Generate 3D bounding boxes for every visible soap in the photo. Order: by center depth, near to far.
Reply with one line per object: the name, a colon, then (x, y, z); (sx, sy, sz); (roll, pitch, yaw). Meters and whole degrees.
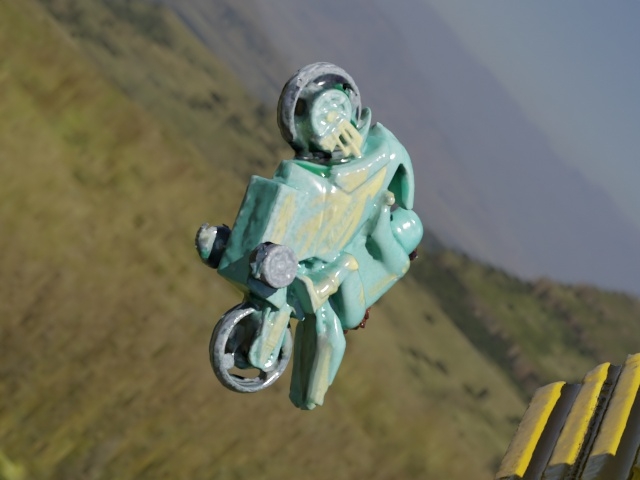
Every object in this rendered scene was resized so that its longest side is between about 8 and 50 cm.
soap: (0.272, 0.207, 1.726); (0.096, 0.204, 0.324); (62, 26, -10)

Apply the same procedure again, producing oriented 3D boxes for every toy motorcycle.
toy motorcycle: (-0.001, 0.002, 1.653); (0.198, 0.296, 0.109); (21, -1, -38)

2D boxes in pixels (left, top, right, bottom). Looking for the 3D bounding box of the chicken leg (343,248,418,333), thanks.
chicken leg: (0.045, 0.052, 2.062); (0.062, 0.145, 0.037); (37, 3, -13)
